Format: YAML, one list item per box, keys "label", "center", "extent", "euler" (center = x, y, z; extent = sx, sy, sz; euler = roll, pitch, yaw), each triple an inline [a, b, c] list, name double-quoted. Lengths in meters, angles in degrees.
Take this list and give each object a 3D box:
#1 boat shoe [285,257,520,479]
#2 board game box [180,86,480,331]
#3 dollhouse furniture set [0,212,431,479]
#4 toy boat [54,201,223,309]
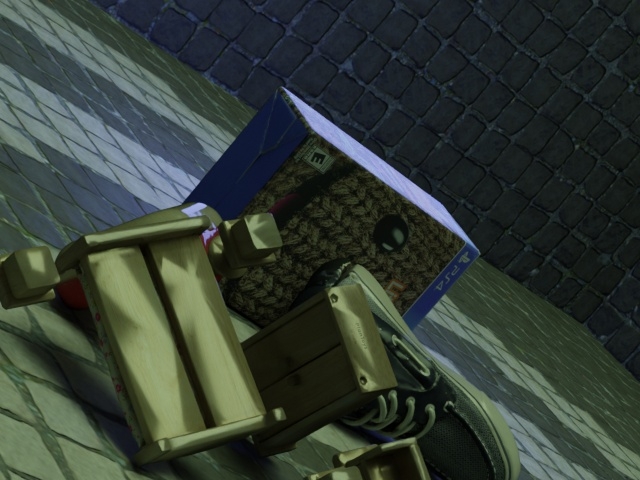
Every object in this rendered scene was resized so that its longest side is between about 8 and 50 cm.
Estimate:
- label: "boat shoe"
  center: [0.079, 0.188, 2.169]
  extent: [0.340, 0.127, 0.158]
  euler: [47, 34, 0]
- label: "board game box"
  center: [0.000, 0.000, 2.301]
  extent: [0.291, 0.232, 0.141]
  euler: [34, 12, -30]
- label: "dollhouse furniture set"
  center: [-0.120, 0.152, 1.668]
  extent: [0.356, 0.174, 0.303]
  euler: [-9, 72, -42]
- label: "toy boat"
  center: [-0.155, 0.051, 1.844]
  extent: [0.231, 0.151, 0.151]
  euler: [-25, 95, -79]
